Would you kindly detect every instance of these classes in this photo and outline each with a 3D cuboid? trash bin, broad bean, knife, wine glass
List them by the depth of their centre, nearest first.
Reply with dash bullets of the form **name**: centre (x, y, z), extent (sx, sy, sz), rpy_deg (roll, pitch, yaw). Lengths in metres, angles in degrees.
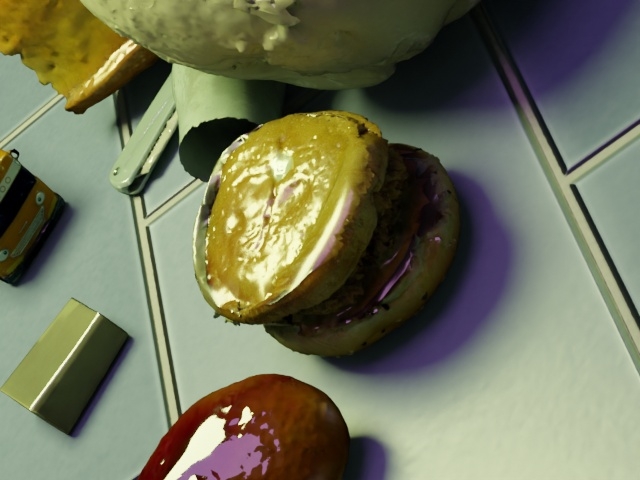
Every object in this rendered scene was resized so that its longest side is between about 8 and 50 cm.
- **broad bean**: centre (-0.056, 0.155, 1.022), extent (0.114, 0.084, 0.165), rpy_deg (41, 92, 16)
- **trash bin**: centre (-0.197, 0.097, 1.250), extent (0.061, 0.043, 0.092), rpy_deg (21, 72, 51)
- **wine glass**: centre (-0.072, -0.138, 1.275), extent (0.093, 0.093, 0.202), rpy_deg (-30, 41, 25)
- **knife**: centre (-0.127, -0.109, 1.362), extent (0.044, 0.023, 0.162), rpy_deg (16, 72, 52)

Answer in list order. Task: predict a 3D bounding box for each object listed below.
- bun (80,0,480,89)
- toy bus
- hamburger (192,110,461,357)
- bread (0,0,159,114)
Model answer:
- **bun**: centre (-0.011, -0.251, 1.179), extent (0.359, 0.211, 0.360), rpy_deg (-2, 62, 4)
- **toy bus**: centre (-0.336, -0.051, 1.413), extent (0.201, 0.114, 0.098), rpy_deg (24, 75, 29)
- **hamburger**: centre (0.000, 0.000, 1.085), extent (0.185, 0.113, 0.177), rpy_deg (-44, 43, 22)
- **bread**: centre (-0.180, -0.297, 1.427), extent (0.179, 0.194, 0.340), rpy_deg (-27, 40, 38)
